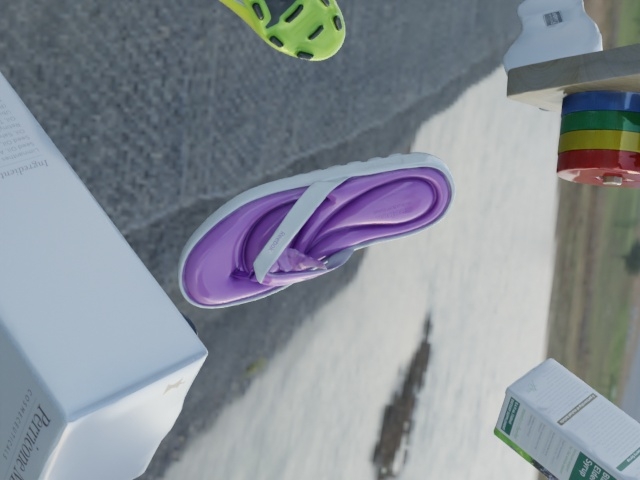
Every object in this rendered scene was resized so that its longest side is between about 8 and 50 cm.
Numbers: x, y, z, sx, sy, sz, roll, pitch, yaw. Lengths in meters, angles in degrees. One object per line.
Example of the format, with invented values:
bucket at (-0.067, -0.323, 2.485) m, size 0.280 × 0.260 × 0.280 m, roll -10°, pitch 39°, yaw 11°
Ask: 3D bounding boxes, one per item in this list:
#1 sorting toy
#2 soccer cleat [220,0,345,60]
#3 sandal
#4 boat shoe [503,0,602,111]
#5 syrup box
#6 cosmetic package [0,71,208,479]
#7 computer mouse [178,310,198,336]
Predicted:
sorting toy at (0.318, -0.078, 0.939) m, size 0.257 × 0.255 × 0.089 m, roll 10°, pitch 84°, yaw -33°
soccer cleat at (-0.090, -0.298, 1.321) m, size 0.093 × 0.289 × 0.121 m, roll -52°, pitch -150°, yaw 16°
sandal at (-0.006, -0.012, 1.683) m, size 0.102 × 0.416 × 0.169 m, roll -115°, pitch -179°, yaw -57°
boat shoe at (0.270, -0.198, 1.394) m, size 0.301 × 0.108 × 0.102 m, roll -76°, pitch 152°, yaw -63°
syrup box at (0.346, 0.268, 1.555) m, size 0.096 × 0.237 × 0.093 m, roll -28°, pitch 143°, yaw -33°
cosmetic package at (-0.327, 0.029, 1.191) m, size 0.161 × 0.453 × 0.230 m, roll -23°, pitch 155°, yaw -39°
computer mouse at (-0.272, 0.071, 1.434) m, size 0.060 × 0.262 × 0.184 m, roll -90°, pitch -179°, yaw -79°
